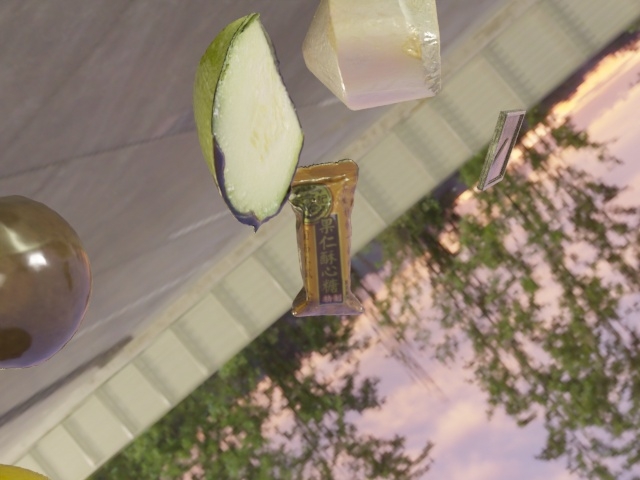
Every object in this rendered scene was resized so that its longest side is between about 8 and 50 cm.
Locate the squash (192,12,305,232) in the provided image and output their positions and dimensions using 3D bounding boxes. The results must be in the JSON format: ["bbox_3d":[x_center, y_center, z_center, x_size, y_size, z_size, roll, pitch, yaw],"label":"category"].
[{"bbox_3d":[-0.095,-0.106,0.883,0.085,0.192,0.184,1,-131,23],"label":"squash"}]

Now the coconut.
[{"bbox_3d":[0.088,-0.351,1.560,0.244,0.239,0.239,-5,-178,6],"label":"coconut"}]

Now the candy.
[{"bbox_3d":[0.000,0.000,1.475,0.143,0.271,0.101,-5,-167,-7],"label":"candy"}]

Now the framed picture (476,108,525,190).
[{"bbox_3d":[0.345,-0.176,1.662,0.203,0.015,0.150,-25,132,-66],"label":"framed picture"}]

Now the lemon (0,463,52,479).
[{"bbox_3d":[-0.519,0.509,1.356,0.348,0.348,0.348,-40,179,-1],"label":"lemon"}]

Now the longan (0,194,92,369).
[{"bbox_3d":[-0.527,0.072,1.457,0.297,0.297,0.297,-40,179,-1],"label":"longan"}]
